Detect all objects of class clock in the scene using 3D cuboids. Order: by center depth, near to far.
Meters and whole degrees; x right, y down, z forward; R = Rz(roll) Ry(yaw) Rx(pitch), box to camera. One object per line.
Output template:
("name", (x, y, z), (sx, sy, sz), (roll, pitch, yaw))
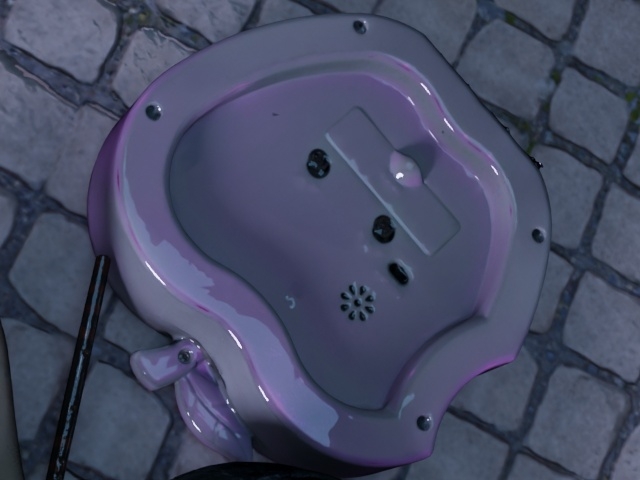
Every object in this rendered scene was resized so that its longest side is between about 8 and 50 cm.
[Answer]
("clock", (0.000, 0.000, 0.969), (0.338, 0.102, 0.339), (5, 76, -19))

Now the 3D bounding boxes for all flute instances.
("flute", (-0.174, 0.141, 0.894), (0.014, 0.014, 0.270), (14, 82, -17))

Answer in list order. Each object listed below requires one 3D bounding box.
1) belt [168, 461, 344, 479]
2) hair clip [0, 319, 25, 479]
("belt", (-0.053, 0.249, 0.861), (0.267, 0.116, 0.207), (7, 86, -35))
("hair clip", (-0.256, 0.132, 0.817), (0.172, 0.113, 0.282), (-4, 91, -48))
